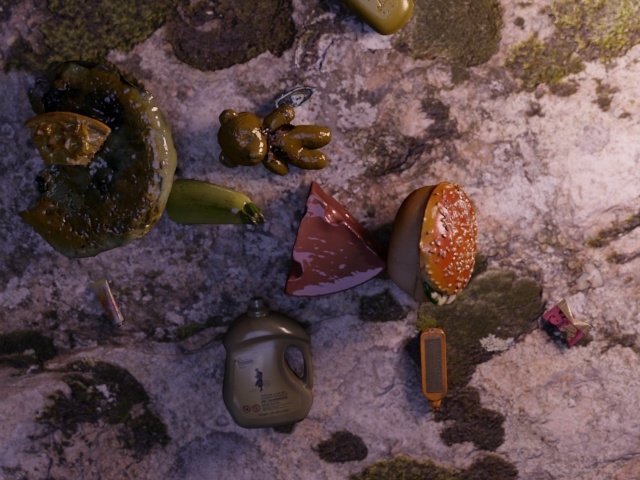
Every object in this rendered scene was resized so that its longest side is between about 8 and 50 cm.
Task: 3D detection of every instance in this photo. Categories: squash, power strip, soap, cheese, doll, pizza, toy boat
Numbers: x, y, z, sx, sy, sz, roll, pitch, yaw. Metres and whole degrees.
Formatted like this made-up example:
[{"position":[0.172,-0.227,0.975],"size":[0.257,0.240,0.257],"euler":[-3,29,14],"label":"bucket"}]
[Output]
[{"position":[-0.183,-0.062,1.861],"size":[0.200,0.075,0.090],"euler":[10,86,21],"label":"squash"},{"position":[0.222,0.253,1.955],"size":[0.049,0.028,0.178],"euler":[-3,104,2],"label":"power strip"},{"position":[0.098,-0.431,1.771],"size":[0.140,0.045,0.089],"euler":[39,99,-9],"label":"soap"},{"position":[-0.003,0.027,1.850],"size":[0.203,0.128,0.177],"euler":[43,101,-11],"label":"cheese"},{"position":[-0.085,-0.175,1.816],"size":[0.210,0.097,0.137],"euler":[4,123,-5],"label":"doll"},{"position":[-0.451,-0.179,1.767],"size":[0.160,0.036,0.098],"euler":[8,100,12],"label":"pizza"},{"position":[-0.044,-0.261,1.823],"size":[0.083,0.038,0.038],"euler":[-27,102,9],"label":"toy boat"}]

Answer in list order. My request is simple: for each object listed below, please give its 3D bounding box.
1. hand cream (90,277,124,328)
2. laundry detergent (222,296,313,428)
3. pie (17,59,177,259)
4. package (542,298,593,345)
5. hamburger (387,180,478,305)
[{"position":[-0.413,0.125,1.941],"size":[0.035,0.022,0.102],"euler":[-24,98,12],"label":"hand cream"},{"position":[-0.106,0.231,1.925],"size":[0.181,0.091,0.253],"euler":[-5,104,1],"label":"laundry detergent"},{"position":[-0.408,-0.138,1.821],"size":[0.297,0.078,0.371],"euler":[11,102,11],"label":"pie"},{"position":[0.479,0.159,1.925],"size":[0.083,0.029,0.059],"euler":[46,109,1],"label":"package"},{"position":[0.209,0.003,1.801],"size":[0.148,0.237,0.236],"euler":[15,106,21],"label":"hamburger"}]
